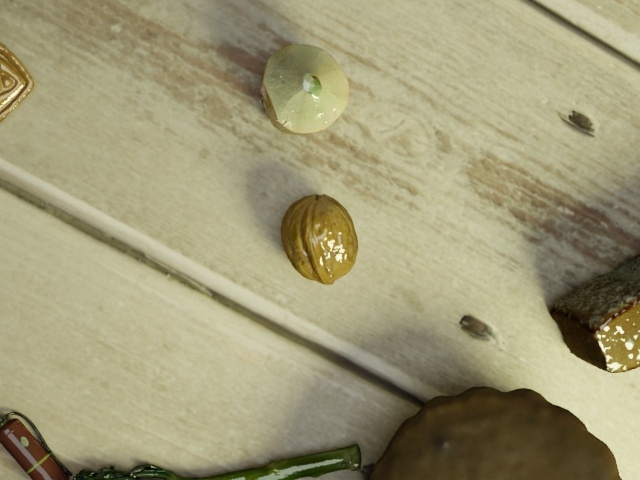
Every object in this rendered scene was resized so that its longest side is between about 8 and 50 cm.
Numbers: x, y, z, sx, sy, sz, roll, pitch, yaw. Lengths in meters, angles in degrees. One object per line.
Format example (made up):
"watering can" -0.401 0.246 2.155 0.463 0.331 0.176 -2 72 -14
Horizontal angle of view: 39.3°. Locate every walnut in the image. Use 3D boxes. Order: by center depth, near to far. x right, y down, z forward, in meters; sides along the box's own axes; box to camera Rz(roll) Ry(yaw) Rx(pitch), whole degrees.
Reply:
"walnut" 0.000 0.000 1.187 0.105 0.105 0.124 -13 107 -7

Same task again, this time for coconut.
"coconut" -0.023 -0.195 1.168 0.116 0.122 0.116 0 90 -8

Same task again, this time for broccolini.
"broccolini" -0.136 0.312 1.180 0.392 0.074 0.078 -10 99 -6

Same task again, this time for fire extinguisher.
"fire extinguisher" -0.382 0.273 1.168 0.132 0.039 0.056 51 52 -4

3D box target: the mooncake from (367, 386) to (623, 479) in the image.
"mooncake" 0.224 0.352 1.135 0.324 0.187 0.324 -3 71 9

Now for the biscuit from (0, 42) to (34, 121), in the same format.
"biscuit" -0.484 -0.204 1.156 0.221 0.029 0.142 -4 91 -7

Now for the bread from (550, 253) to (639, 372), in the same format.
"bread" 0.523 0.043 1.219 0.416 0.165 0.113 -26 95 -7
